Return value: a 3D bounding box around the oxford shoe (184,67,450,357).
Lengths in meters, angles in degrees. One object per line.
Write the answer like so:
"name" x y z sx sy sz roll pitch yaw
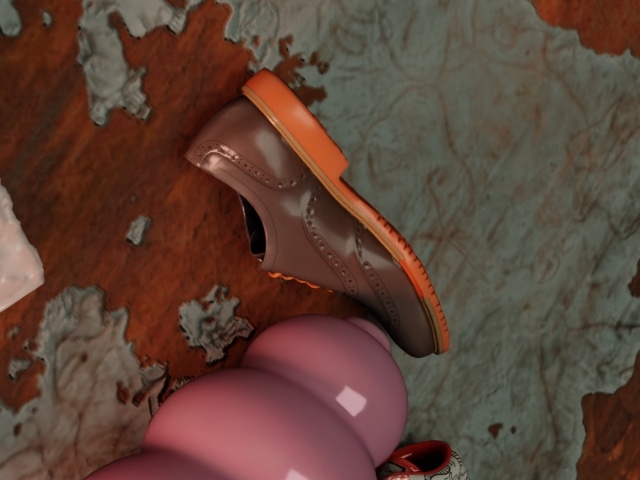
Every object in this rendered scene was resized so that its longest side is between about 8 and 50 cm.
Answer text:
"oxford shoe" 0.000 0.000 1.441 0.098 0.097 0.271 -40 114 -4

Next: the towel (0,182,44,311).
"towel" -0.362 -0.028 1.177 0.317 0.053 0.331 -36 118 -27

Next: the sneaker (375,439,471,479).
"sneaker" 0.022 0.258 1.496 0.270 0.090 0.145 -30 114 -33

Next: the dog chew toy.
"dog chew toy" -0.054 0.187 1.364 0.332 0.207 0.206 -51 124 -27
